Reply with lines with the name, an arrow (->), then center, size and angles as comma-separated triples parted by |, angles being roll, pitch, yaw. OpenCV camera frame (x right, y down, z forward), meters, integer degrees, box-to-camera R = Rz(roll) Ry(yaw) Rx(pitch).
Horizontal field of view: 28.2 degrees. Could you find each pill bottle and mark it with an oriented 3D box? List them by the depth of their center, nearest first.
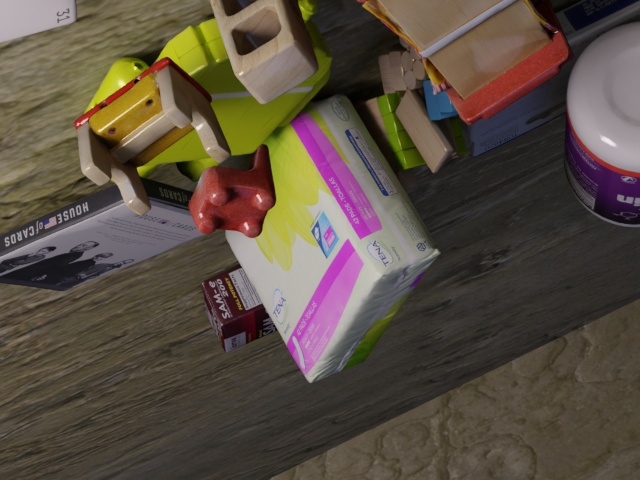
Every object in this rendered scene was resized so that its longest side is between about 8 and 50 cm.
pill bottle -> 0.391, -0.126, 1.562 | 0.182, 0.181, 0.323 | -28, 161, 1

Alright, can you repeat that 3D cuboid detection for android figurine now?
android figurine -> -0.098, -0.140, 1.208 | 0.248, 0.056, 0.273 | -11, 157, -37

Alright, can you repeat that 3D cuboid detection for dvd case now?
dvd case -> -0.235, -0.002, 1.341 | 0.239, 0.029, 0.179 | -22, 164, 23

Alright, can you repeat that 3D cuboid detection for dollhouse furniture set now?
dollhouse furniture set -> -0.005, -0.154, 1.071 | 0.374, 0.152, 0.201 | -32, 138, 15

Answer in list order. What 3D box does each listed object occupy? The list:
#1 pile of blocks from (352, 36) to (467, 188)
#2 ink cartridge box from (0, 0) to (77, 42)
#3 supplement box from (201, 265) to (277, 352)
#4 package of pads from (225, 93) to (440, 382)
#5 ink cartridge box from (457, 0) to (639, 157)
pile of blocks -> 0.144, -0.168, 1.319 | 0.113, 0.149, 0.362 | -16, 157, -29
ink cartridge box -> -0.184, -0.222, 0.895 | 0.235, 0.056, 0.171 | -19, 158, -17
supplement box -> -0.040, 0.062, 1.767 | 0.239, 0.073, 0.130 | -23, 161, -10
package of pads -> 0.000, 0.000, 1.433 | 0.101, 0.229, 0.296 | -21, 159, -26
ink cartridge box -> 0.273, -0.204, 1.549 | 0.223, 0.045, 0.224 | -26, 161, -6
